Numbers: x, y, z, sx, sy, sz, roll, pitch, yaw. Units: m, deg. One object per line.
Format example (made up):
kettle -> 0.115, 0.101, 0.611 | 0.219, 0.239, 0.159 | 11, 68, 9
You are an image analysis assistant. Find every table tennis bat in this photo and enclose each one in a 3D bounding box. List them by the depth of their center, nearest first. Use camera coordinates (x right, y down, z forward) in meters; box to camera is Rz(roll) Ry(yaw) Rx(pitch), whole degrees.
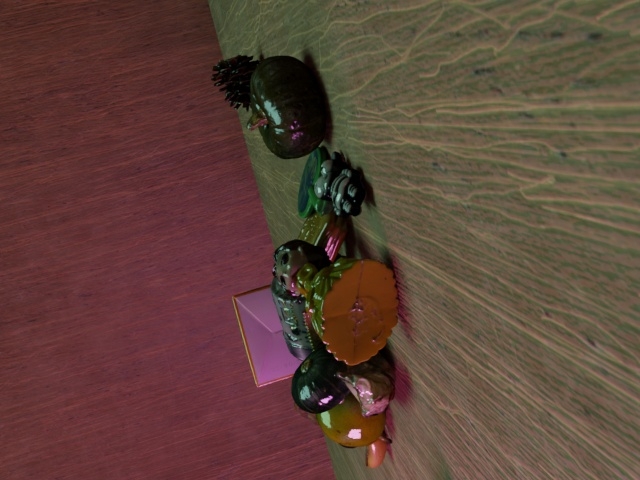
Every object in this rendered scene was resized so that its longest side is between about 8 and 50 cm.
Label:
table tennis bat -> -0.014, -0.111, 1.544 | 0.257, 0.039, 0.160 | -117, 42, -66

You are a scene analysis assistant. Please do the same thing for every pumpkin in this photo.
pumpkin -> -0.081, -0.269, 1.485 | 0.219, 0.162, 0.218 | 160, 90, -81
pumpkin -> 0.008, 0.319, 1.643 | 0.125, 0.167, 0.167 | 33, -168, -26

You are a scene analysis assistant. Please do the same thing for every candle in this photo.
candle -> -0.024, 0.135, 1.768 | 0.187, 0.188, 0.330 | -120, 14, -60

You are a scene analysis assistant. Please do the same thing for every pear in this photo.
pear -> 0.092, 0.434, 1.744 | 0.216, 0.166, 0.180 | 43, 158, -2

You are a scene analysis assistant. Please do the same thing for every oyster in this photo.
oyster -> 0.101, 0.277, 1.518 | 0.275, 0.100, 0.271 | 55, -172, -43

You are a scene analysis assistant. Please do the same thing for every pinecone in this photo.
pinecone -> -0.235, -0.466, 2.150 | 0.163, 0.163, 0.165 | -164, 52, -80

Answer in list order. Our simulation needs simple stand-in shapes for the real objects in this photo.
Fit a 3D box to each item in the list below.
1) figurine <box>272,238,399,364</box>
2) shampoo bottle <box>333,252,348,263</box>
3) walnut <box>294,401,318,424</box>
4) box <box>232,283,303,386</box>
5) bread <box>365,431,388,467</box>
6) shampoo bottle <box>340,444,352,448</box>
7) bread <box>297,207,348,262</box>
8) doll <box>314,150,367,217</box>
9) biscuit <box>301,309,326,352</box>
figurine -> -0.004, 0.083, 1.364 | 0.315, 0.168, 0.187 | 29, 146, 57
shampoo bottle -> 0.056, 0.094, 1.585 | 0.214, 0.072, 0.072 | -119, 15, -57
walnut -> 0.005, 0.464, 2.217 | 0.245, 0.198, 0.198 | 79, 171, -53
box -> -0.081, 0.239, 2.016 | 0.214, 0.284, 0.259 | 140, 114, -80
bread -> 0.145, 0.528, 1.850 | 0.082, 0.056, 0.115 | -81, -7, -64
shampoo bottle -> 0.081, 0.494, 2.059 | 0.283, 0.101, 0.101 | 83, 168, -50
bread -> 0.000, 0.000, 1.574 | 0.116, 0.077, 0.200 | -94, 24, -52
doll -> 0.036, -0.102, 1.336 | 0.219, 0.067, 0.091 | -122, 45, -66
biscuit -> 0.032, 0.193, 1.669 | 0.016, 0.144, 0.203 | 51, 161, 38
